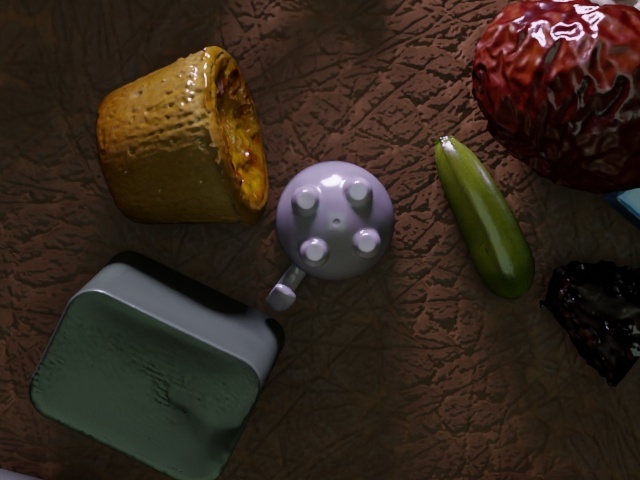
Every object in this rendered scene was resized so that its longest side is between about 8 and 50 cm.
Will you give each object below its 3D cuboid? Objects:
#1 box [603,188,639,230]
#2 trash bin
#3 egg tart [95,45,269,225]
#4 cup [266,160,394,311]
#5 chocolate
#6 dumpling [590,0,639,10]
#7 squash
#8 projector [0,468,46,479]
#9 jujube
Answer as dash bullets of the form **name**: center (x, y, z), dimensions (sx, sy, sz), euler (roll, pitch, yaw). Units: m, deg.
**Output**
- **box**: center (0.454, -0.028, 1.700), dimensions (0.232, 0.083, 0.143), euler (40, 91, -3)
- **trash bin**: center (-0.165, 0.135, 1.569), dimensions (0.222, 0.343, 0.158), euler (26, 94, -2)
- **egg tart**: center (-0.150, -0.099, 1.648), dimensions (0.147, 0.202, 0.203), euler (-14, 92, 13)
- **cup**: center (-0.002, -0.012, 1.665), dimensions (0.173, 0.142, 0.134), euler (-24, 93, 1)
- **chocolate**: center (0.316, 0.068, 1.682), dimensions (0.133, 0.156, 0.156), euler (35, 91, 8)
- **dumpling**: center (0.354, -0.281, 1.685), dimensions (0.155, 0.111, 0.181), euler (23, 86, 27)
- **squash**: center (0.182, -0.027, 1.708), dimensions (0.066, 0.066, 0.201), euler (-26, 85, 0)
- **projector**: center (-0.361, 0.381, 1.620), dimensions (0.249, 0.248, 0.249), euler (15, 92, -1)
- **jujube**: center (0.281, -0.158, 1.614), dimensions (0.232, 0.213, 0.213), euler (17, 92, 41)
